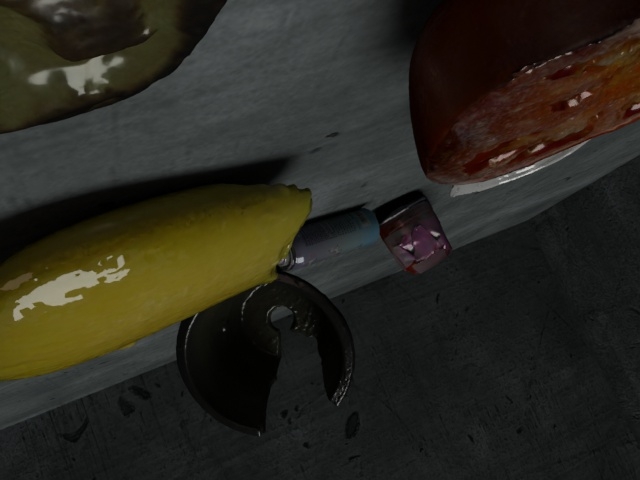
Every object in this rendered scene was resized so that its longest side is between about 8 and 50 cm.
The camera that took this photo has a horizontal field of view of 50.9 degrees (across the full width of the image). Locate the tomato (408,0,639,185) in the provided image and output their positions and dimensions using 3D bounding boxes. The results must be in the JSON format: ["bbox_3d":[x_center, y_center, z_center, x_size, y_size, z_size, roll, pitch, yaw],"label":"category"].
[{"bbox_3d":[0.214,-0.176,0.579,0.338,0.144,0.338,-19,167,-5],"label":"tomato"}]

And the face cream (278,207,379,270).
[{"bbox_3d":[0.000,0.000,1.234,0.229,0.075,0.075,-16,168,-32],"label":"face cream"}]

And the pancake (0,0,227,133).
[{"bbox_3d":[-0.174,-0.111,0.274,0.294,0.050,0.294,-19,164,-5],"label":"pancake"}]

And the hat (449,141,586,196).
[{"bbox_3d":[0.226,-0.147,0.822,0.203,0.126,0.203,-23,171,-4],"label":"hat"}]

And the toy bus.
[{"bbox_3d":[0.210,-0.010,1.480,0.127,0.147,0.302,-31,170,8],"label":"toy bus"}]

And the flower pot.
[{"bbox_3d":[-0.108,0.204,1.500,0.379,0.380,0.251,-26,-169,14],"label":"flower pot"}]

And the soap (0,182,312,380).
[{"bbox_3d":[-0.221,0.045,0.810,0.427,0.115,0.306,-21,166,-37],"label":"soap"}]
